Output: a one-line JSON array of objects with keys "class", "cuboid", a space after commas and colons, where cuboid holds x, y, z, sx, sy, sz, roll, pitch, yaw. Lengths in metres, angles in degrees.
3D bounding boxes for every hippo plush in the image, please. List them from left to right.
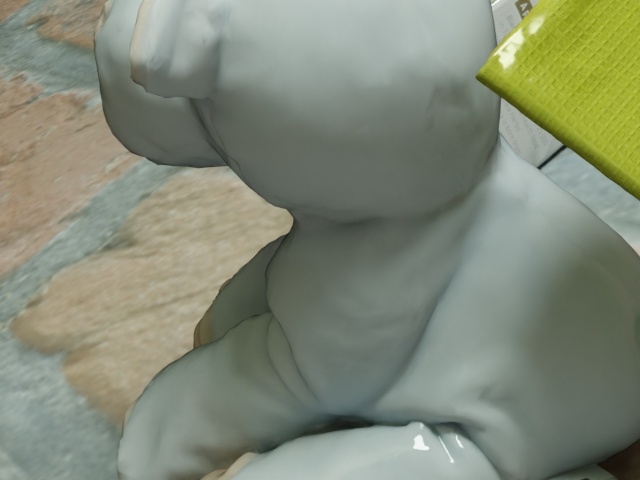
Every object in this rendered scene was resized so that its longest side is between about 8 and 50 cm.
[{"class": "hippo plush", "cuboid": [0.000, 0.000, 0.490, 0.234, 0.236, 0.294, -40, 30, -16]}]

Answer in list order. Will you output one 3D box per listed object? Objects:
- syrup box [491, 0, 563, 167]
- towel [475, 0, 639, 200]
[{"class": "syrup box", "cuboid": [0.118, -0.122, 0.711, 0.237, 0.096, 0.093, -39, 32, -14]}, {"class": "towel", "cuboid": [0.167, -0.010, 0.401, 0.102, 0.237, 0.021, -47, -9, -27]}]
